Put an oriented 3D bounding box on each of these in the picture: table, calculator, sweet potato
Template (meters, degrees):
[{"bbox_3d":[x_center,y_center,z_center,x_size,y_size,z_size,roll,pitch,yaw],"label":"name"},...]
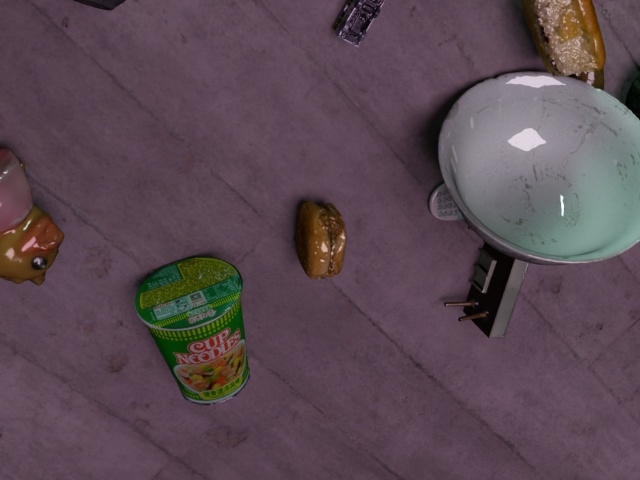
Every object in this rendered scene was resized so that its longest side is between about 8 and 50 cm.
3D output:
[{"bbox_3d":[0.351,0.073,1.969,0.111,0.121,0.240,5,112,-23],"label":"table"},{"bbox_3d":[0.296,-0.090,1.927,0.153,0.021,0.095,-16,119,-15],"label":"calculator"},{"bbox_3d":[0.534,-0.279,1.900,0.077,0.077,0.243,-4,114,-19],"label":"sweet potato"}]

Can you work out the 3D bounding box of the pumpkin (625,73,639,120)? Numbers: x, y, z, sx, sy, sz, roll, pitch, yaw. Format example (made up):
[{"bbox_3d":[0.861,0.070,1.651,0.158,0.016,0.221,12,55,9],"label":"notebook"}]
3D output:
[{"bbox_3d":[0.718,-0.292,1.934,0.167,0.125,0.167,-7,116,-15],"label":"pumpkin"}]

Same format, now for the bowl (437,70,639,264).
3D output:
[{"bbox_3d":[0.425,-0.103,1.817,0.435,0.435,0.196,-16,154,-13],"label":"bowl"}]

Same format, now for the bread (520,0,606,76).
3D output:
[{"bbox_3d":[0.449,-0.423,1.746,0.121,0.174,0.245,-24,123,14],"label":"bread"}]

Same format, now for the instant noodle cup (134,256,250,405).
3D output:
[{"bbox_3d":[-0.225,0.180,1.771,0.207,0.207,0.232,-20,128,-11],"label":"instant noodle cup"}]

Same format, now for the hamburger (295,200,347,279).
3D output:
[{"bbox_3d":[0.000,0.000,1.789,0.083,0.138,0.147,-7,123,-19],"label":"hamburger"}]

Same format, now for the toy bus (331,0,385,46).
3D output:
[{"bbox_3d":[0.069,-0.407,1.668,0.052,0.058,0.102,22,110,-29],"label":"toy bus"}]

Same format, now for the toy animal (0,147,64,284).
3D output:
[{"bbox_3d":[-0.538,-0.036,1.558,0.169,0.195,0.281,-13,123,31],"label":"toy animal"}]

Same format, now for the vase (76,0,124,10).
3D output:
[{"bbox_3d":[-0.340,-0.460,1.461,0.120,0.120,0.183,13,95,-26],"label":"vase"}]
